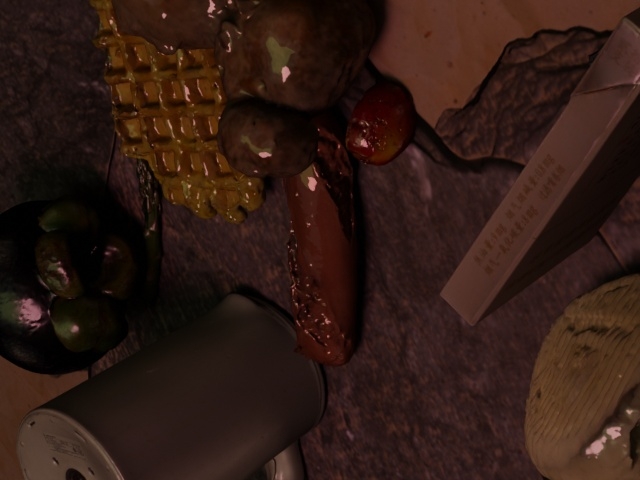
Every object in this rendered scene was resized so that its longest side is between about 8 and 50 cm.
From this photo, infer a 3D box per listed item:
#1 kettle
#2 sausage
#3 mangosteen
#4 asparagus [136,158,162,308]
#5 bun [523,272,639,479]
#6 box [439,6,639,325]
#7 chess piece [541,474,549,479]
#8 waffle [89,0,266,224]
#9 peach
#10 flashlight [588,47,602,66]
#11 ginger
[{"bbox_3d":[-0.152,0.238,2.044,0.265,0.318,0.205,55,139,3],"label":"kettle"},{"bbox_3d":[0.001,0.002,1.931,0.087,0.079,0.326,-132,33,-54],"label":"sausage"},{"bbox_3d":[-0.328,0.056,2.198,0.243,0.243,0.243,24,129,34],"label":"mangosteen"},{"bbox_3d":[-0.212,-0.003,2.182,0.034,0.027,0.236,21,128,23],"label":"asparagus"},{"bbox_3d":[0.285,0.146,1.653,0.134,0.220,0.220,30,145,-21],"label":"bun"},{"bbox_3d":[0.246,-0.086,1.527,0.051,0.204,0.365,46,138,15],"label":"box"},{"bbox_3d":[0.348,0.341,1.770,0.139,0.124,0.307,-25,101,10],"label":"chess piece"},{"bbox_3d":[-0.153,-0.173,1.995,0.307,0.060,0.312,37,132,25],"label":"waffle"},{"bbox_3d":[0.067,-0.117,1.814,0.050,0.077,0.083,24,86,40],"label":"peach"},{"bbox_3d":[0.275,-0.176,1.586,0.083,0.018,0.018,-30,91,50],"label":"flashlight"},{"bbox_3d":[-0.064,-0.218,1.782,0.244,0.155,0.304,-35,77,9],"label":"ginger"}]
